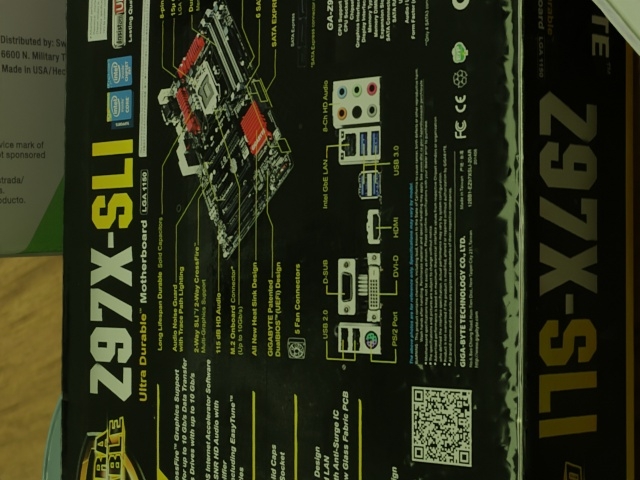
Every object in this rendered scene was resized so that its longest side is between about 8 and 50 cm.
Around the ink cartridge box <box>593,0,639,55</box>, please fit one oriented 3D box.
[{"bbox_3d":[0.182,-0.107,0.433,0.139,0.082,0.191,58,132,30],"label":"ink cartridge box"}]

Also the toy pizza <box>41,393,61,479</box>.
[{"bbox_3d":[-0.072,0.136,0.765,0.201,0.032,0.201,0,90,45],"label":"toy pizza"}]

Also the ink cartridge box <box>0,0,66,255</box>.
[{"bbox_3d":[-0.171,-0.127,0.743,0.115,0.198,0.273,-4,88,50],"label":"ink cartridge box"}]

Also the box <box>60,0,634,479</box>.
[{"bbox_3d":[0.000,0.000,0.623,0.257,0.079,0.322,-2,87,45],"label":"box"}]
